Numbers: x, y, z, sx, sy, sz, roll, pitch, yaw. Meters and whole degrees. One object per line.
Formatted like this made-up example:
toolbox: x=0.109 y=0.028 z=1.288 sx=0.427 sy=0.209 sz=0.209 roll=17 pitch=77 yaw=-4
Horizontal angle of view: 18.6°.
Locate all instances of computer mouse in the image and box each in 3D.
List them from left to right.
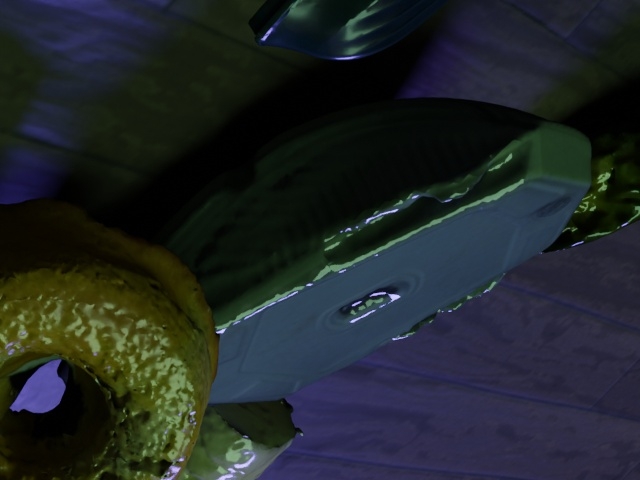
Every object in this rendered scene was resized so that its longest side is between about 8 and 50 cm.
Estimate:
computer mouse: x=-0.004 y=-0.002 z=1.472 sx=0.429 sy=0.145 sz=0.228 roll=-27 pitch=160 yaw=1

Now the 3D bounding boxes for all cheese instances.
cheese: x=-0.111 y=0.192 z=1.674 sx=0.167 sy=0.094 sz=0.123 roll=-46 pitch=162 yaw=21

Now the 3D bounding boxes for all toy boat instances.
toy boat: x=0.063 y=-0.212 z=1.251 sx=0.296 sy=0.122 sz=0.114 roll=-39 pitch=173 yaw=-23

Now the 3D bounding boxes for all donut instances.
donut: x=-0.190 y=0.097 z=1.326 sx=0.253 sy=0.118 sz=0.253 roll=-3 pitch=112 yaw=-8

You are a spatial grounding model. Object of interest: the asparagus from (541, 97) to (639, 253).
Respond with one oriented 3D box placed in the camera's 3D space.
asparagus: x=0.308 y=-0.079 z=1.765 sx=0.382 sy=0.128 sz=0.108 roll=-22 pitch=112 yaw=-28
